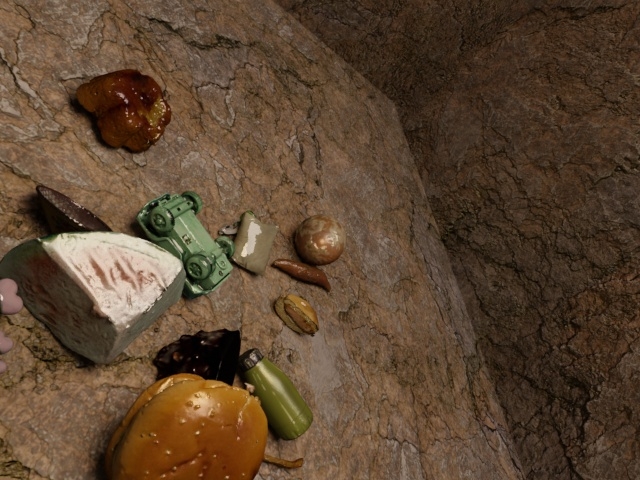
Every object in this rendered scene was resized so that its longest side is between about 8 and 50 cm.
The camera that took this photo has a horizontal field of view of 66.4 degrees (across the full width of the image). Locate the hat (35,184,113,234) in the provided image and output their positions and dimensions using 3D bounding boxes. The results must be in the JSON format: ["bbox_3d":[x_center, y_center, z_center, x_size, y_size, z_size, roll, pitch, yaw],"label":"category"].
[{"bbox_3d":[-0.567,-0.034,1.096,0.193,0.082,0.193,36,-3,2],"label":"hat"}]

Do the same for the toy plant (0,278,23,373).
[{"bbox_3d":[-0.635,0.124,0.821,0.232,0.112,0.243,26,51,-42],"label":"toy plant"}]

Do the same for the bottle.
[{"bbox_3d":[-0.130,0.412,1.335,0.260,0.112,0.112,57,31,-7],"label":"bottle"}]

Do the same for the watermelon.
[{"bbox_3d":[-0.450,0.126,1.026,0.387,0.228,0.258,19,59,-42],"label":"watermelon"}]

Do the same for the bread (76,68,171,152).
[{"bbox_3d":[-0.529,-0.364,1.366,0.232,0.135,0.247,65,25,-20],"label":"bread"}]

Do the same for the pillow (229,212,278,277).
[{"bbox_3d":[-0.214,0.015,1.560,0.134,0.078,0.181,31,63,-38],"label":"pillow"}]

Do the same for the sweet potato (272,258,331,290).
[{"bbox_3d":[-0.053,0.115,1.742,0.314,0.072,0.066,26,59,-48],"label":"sweet potato"}]

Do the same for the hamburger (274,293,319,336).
[{"bbox_3d":[-0.076,0.233,1.605,0.176,0.087,0.102,42,22,-15],"label":"hamburger"}]

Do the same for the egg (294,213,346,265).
[{"bbox_3d":[0.000,0.000,1.802,0.195,0.195,0.233,51,19,-16],"label":"egg"}]

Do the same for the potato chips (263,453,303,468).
[{"bbox_3d":[-0.115,0.583,1.302,0.204,0.026,0.037,32,38,-39],"label":"potato chips"}]

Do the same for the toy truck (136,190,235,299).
[{"bbox_3d":[-0.355,0.009,1.291,0.279,0.156,0.155,55,31,-9],"label":"toy truck"}]

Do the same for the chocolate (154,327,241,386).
[{"bbox_3d":[-0.305,0.309,1.174,0.177,0.206,0.224,12,24,5],"label":"chocolate"}]

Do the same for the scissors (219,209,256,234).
[{"bbox_3d":[-0.262,-0.042,1.601,0.101,0.027,0.204,60,28,4],"label":"scissors"}]

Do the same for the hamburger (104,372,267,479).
[{"bbox_3d":[-0.254,0.414,0.966,0.290,0.170,0.314,35,80,-32],"label":"hamburger"}]
